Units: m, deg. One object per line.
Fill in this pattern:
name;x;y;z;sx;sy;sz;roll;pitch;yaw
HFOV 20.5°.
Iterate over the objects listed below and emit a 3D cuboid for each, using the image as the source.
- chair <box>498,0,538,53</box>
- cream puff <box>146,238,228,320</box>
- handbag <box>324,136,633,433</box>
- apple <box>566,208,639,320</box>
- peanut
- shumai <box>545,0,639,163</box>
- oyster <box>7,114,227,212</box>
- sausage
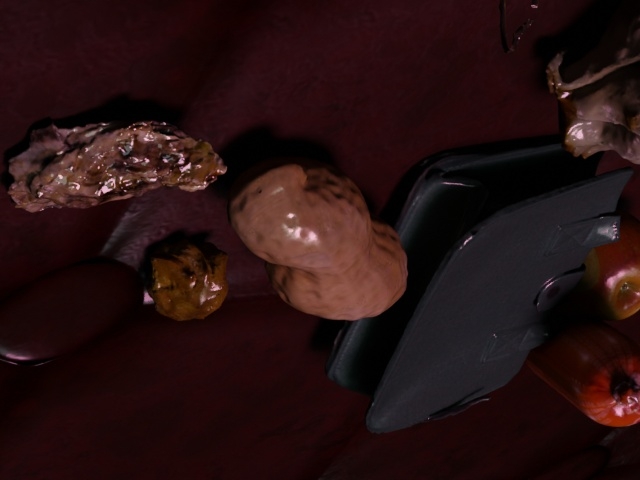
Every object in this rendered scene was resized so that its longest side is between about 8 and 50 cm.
chair;0.067;-0.258;1.101;0.170;0.160;0.326;-15;148;-19
cream puff;-0.113;0.038;1.527;0.083;0.058;0.083;12;134;-47
handbag;0.154;0.045;1.719;0.238;0.089;0.326;-13;143;-33
apple;0.297;0.026;1.820;0.099;0.102;0.114;3;134;-44
peanut;0.000;0.000;1.520;0.117;0.101;0.263;-39;152;-1
shumai;0.266;-0.153;1.516;0.142;0.184;0.184;4;152;9
oyster;-0.158;-0.059;1.342;0.165;0.053;0.108;-16;140;-6
sausage;0.281;0.129;1.812;0.093;0.093;0.312;-26;-171;-3
